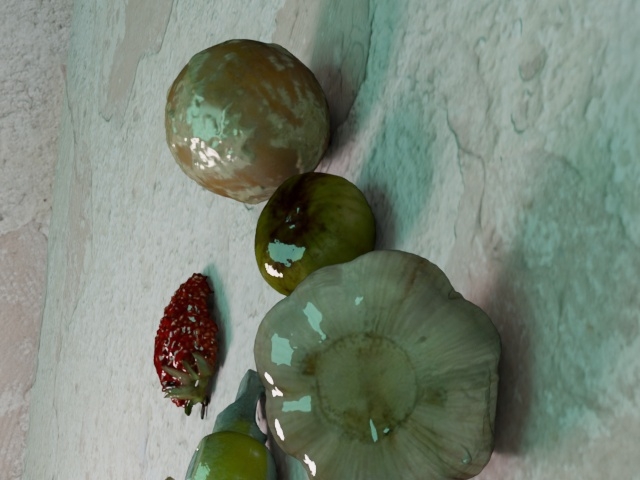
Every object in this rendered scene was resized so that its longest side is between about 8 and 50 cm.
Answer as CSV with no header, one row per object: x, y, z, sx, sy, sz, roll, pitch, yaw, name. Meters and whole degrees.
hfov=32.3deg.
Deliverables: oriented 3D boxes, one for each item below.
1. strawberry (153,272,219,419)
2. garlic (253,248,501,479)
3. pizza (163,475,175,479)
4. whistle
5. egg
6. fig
-0.214,0.151,1.659,0.208,0.087,0.167,-112,34,-50,strawberry
0.063,0.113,0.956,0.212,0.218,0.218,-18,-62,-74,garlic
-0.249,0.486,1.472,0.277,0.114,0.409,-9,38,37,pizza
-0.097,0.261,1.371,0.123,0.123,0.223,123,167,-47,whistle
-0.083,-0.139,1.292,0.233,0.195,0.195,16,100,53,egg
-0.006,-0.006,1.162,0.136,0.121,0.153,-34,20,14,fig
